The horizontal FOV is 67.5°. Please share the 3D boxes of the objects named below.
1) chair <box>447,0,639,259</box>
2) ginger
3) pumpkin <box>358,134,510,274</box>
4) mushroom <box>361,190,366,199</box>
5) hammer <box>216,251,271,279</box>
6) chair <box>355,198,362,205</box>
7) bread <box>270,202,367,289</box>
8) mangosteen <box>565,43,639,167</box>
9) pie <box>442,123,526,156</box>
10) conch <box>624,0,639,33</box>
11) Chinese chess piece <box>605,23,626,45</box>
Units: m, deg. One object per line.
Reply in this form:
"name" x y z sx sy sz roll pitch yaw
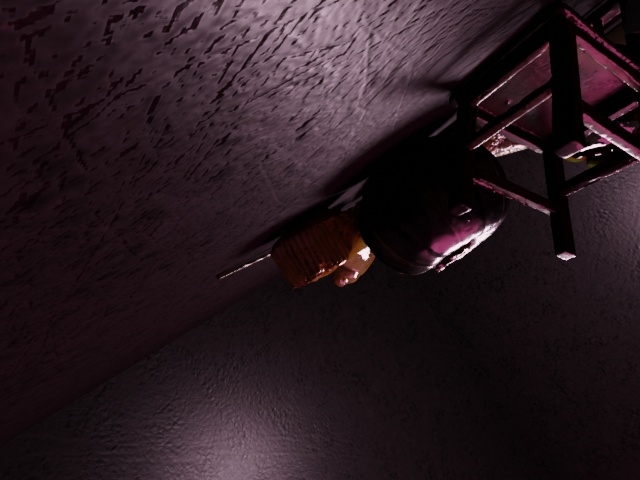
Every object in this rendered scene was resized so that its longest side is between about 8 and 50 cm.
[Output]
"chair" 0.333 -0.219 0.690 0.240 0.417 0.203 18 152 -21
"ginger" 0.072 0.023 1.348 0.275 0.130 0.222 3 116 -49
"pumpkin" 0.236 -0.072 1.010 0.323 0.241 0.323 -32 162 -12
"mushroom" 0.162 -0.122 1.271 0.099 0.081 0.312 -38 173 -6
"hammer" -0.154 0.047 1.185 0.058 0.029 0.292 -38 173 36
"chair" 0.279 -0.129 1.484 0.272 0.167 0.188 -35 176 35
"bread" 0.004 0.005 1.076 0.250 0.133 0.179 -29 176 -44
"mangosteen" 0.676 -0.327 1.181 0.311 0.311 0.311 -33 177 -2
"pie" 0.404 -0.239 1.195 0.274 0.106 0.257 -13 170 -2
"conch" 0.465 -0.332 0.573 0.199 0.131 0.172 -16 -161 -11
"Chinese chess piece" 0.859 -0.552 1.383 0.250 0.101 0.250 -34 177 -2
